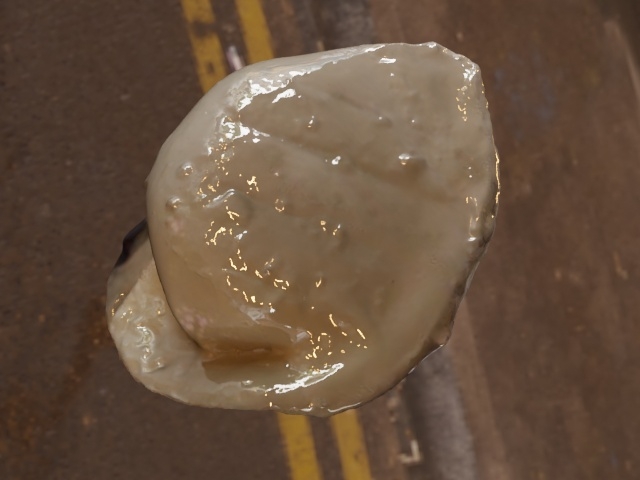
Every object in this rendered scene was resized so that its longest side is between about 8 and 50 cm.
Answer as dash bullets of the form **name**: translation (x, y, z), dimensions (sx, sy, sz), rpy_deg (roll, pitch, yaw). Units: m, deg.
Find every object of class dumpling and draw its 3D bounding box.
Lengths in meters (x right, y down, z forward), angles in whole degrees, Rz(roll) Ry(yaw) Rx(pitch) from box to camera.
- **dumpling**: translation (-0.001, 0.000, 0.565), dimensions (0.176, 0.092, 0.150), rpy_deg (-23, 64, -26)
